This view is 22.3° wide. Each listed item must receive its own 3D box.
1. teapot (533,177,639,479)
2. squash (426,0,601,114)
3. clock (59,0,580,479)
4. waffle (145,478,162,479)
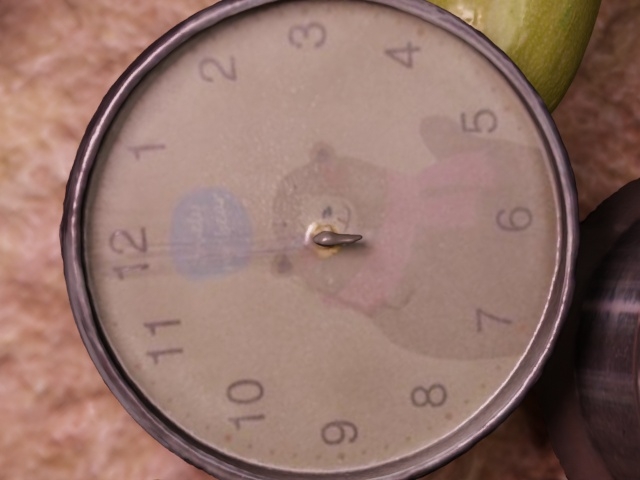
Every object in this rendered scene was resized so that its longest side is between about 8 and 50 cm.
[{"bbox_3d":[0.276,0.101,0.828,0.306,0.362,0.376,20,81,-19],"label":"teapot"},{"bbox_3d":[0.103,-0.158,0.957,0.132,0.132,0.247,17,74,-16],"label":"squash"},{"bbox_3d":[0.000,0.000,0.854,0.281,0.055,0.280,0,94,-5],"label":"clock"},{"bbox_3d":[-0.072,0.313,0.756,0.382,0.095,0.379,34,68,-22],"label":"waffle"}]
